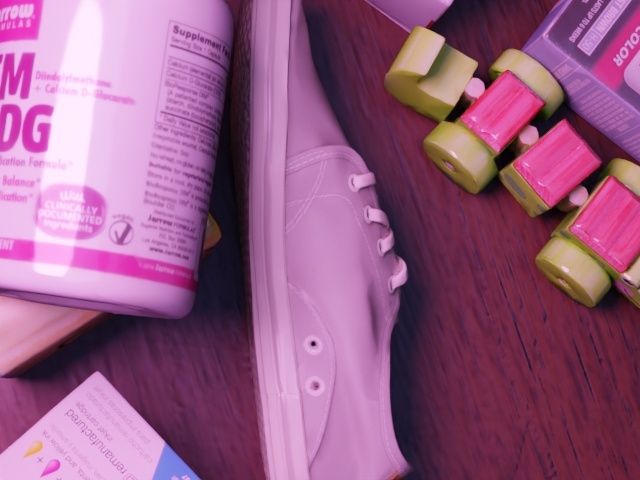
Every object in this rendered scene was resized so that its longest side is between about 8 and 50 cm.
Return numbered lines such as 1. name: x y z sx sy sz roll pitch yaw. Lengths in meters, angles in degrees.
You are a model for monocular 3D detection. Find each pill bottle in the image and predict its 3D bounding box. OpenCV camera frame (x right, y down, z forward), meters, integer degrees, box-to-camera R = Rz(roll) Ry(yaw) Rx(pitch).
1. pill bottle: -0.145 -0.097 1.095 0.160 0.160 0.283 8 83 -6

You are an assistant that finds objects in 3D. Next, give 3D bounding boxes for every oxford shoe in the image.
1. oxford shoe: 0.000 0.000 1.292 0.130 0.169 0.449 -6 93 -4

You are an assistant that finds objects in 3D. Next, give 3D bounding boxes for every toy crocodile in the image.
1. toy crocodile: 0.195 -0.052 1.346 0.340 0.105 0.115 44 82 -1

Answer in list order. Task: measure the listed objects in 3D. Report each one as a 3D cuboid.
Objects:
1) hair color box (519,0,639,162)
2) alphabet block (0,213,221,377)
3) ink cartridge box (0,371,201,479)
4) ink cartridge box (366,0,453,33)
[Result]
1. hair color box: 0.371 -0.114 1.368 0.374 0.113 0.185 38 82 -3
2. alphabet block: -0.210 -0.024 1.256 0.197 0.192 0.193 -32 91 -9
3. ink cartridge box: -0.184 0.255 1.209 0.232 0.168 0.171 -41 66 -13
4. ink cartridge box: 0.092 -0.283 1.344 0.127 0.128 0.176 35 81 -2
